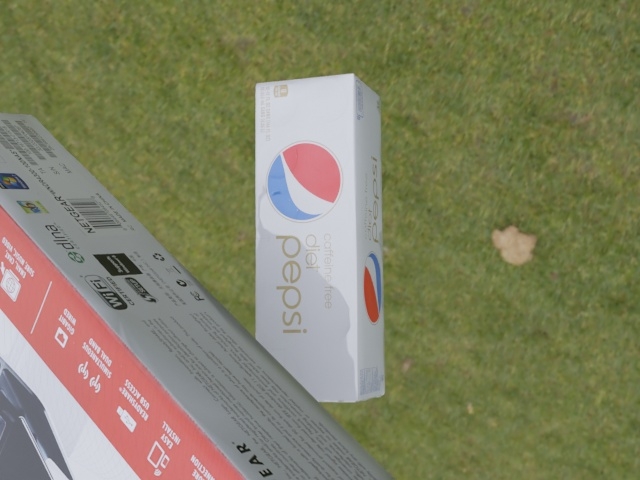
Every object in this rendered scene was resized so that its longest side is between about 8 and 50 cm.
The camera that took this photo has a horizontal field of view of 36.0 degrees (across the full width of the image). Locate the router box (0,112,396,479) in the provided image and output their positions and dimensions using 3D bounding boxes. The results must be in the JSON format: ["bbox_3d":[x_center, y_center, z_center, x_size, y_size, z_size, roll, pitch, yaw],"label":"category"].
[{"bbox_3d":[-0.150,0.143,0.526,0.335,0.082,0.301,41,115,28],"label":"router box"}]

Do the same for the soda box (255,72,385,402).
[{"bbox_3d":[0.000,0.000,0.672,0.073,0.216,0.069,-2,174,19],"label":"soda box"}]
